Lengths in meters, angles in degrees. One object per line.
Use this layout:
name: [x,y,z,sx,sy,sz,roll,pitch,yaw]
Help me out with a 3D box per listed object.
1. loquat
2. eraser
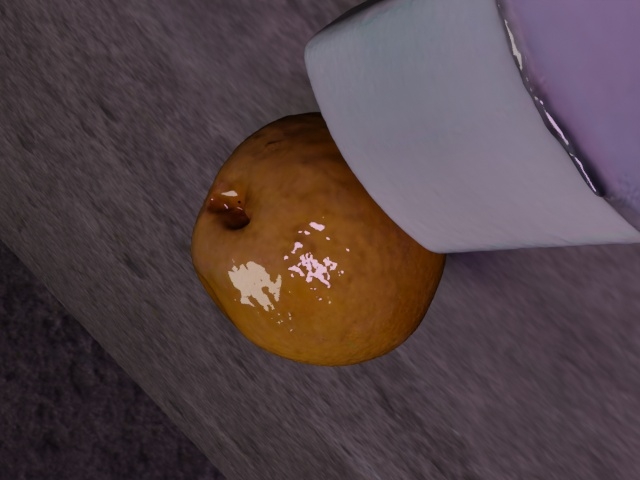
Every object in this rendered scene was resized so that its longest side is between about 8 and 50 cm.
loquat: [0.000,0.000,1.079,0.208,0.208,0.208,46,160,22]
eraser: [0.106,-0.081,0.827,0.189,0.104,0.290,53,162,-12]
